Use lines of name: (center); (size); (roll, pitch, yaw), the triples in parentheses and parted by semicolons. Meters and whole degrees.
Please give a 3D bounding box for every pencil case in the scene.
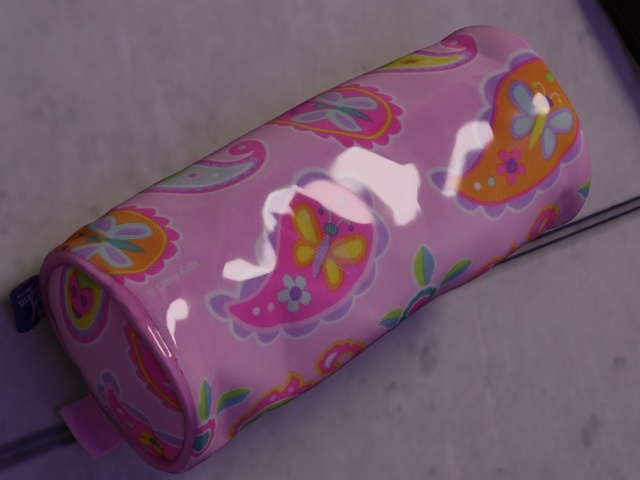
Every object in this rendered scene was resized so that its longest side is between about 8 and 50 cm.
pencil case: (0.000, 0.000, 0.852); (0.284, 0.124, 0.124); (-32, 114, -30)

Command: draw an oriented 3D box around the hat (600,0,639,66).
hat: (0.289, -0.228, 1.007); (0.331, 0.331, 0.134); (59, 25, -26)
